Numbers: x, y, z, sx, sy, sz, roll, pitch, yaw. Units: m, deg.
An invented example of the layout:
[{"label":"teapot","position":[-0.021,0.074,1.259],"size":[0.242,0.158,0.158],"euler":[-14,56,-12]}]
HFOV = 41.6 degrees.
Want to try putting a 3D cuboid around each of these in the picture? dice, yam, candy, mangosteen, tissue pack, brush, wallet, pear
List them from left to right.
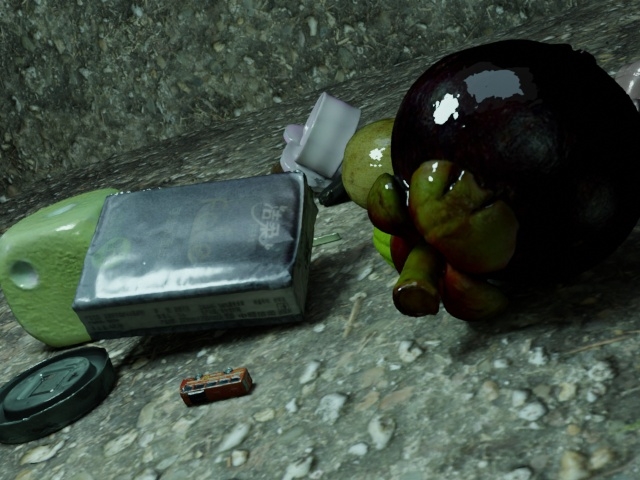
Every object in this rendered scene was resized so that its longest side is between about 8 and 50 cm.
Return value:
[{"label":"dice","position":[-0.485,0.051,1.726],"size":[0.254,0.250,0.252],"euler":[-15,20,17]},{"label":"tissue pack","position":[-0.213,0.025,1.502],"size":[0.394,0.124,0.288],"euler":[-5,46,11]},{"label":"yam","position":[-0.074,-0.173,2.205],"size":[0.079,0.079,0.141],"euler":[-29,20,-24]},{"label":"brush","position":[0.000,0.000,1.726],"size":[0.083,0.016,0.013],"euler":[-15,6,14]},{"label":"wallet","position":[0.100,-0.167,1.983],"size":[0.250,0.044,0.149],"euler":[-36,-5,-44]},{"label":"pear","position":[0.152,-0.157,1.732],"size":[0.211,0.188,0.228],"euler":[12,35,38]},{"label":"candy","position":[0.139,0.001,1.453],"size":[0.096,0.097,0.209],"euler":[-24,15,-9]},{"label":"mangosteen","position":[0.254,-0.069,1.195],"size":[0.435,0.382,0.382],"euler":[-62,24,-1]}]

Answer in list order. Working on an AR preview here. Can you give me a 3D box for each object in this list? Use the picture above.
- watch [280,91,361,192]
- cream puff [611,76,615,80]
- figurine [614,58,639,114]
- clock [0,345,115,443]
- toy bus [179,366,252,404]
[{"label":"watch","position":[0.023,-0.249,2.057],"size":[0.217,0.211,0.248],"euler":[-59,9,37]},{"label":"cream puff","position":[0.553,-0.261,1.724],"size":[0.165,0.115,0.150],"euler":[-29,11,2]},{"label":"figurine","position":[0.556,-0.219,1.485],"size":[0.287,0.186,0.176],"euler":[-62,17,-9]},{"label":"clock","position":[-0.456,0.258,1.428],"size":[0.226,0.049,0.226],"euler":[-18,19,6]},{"label":"toy bus","position":[-0.156,0.217,1.250],"size":[0.110,0.031,0.043],"euler":[-14,26,17]}]
